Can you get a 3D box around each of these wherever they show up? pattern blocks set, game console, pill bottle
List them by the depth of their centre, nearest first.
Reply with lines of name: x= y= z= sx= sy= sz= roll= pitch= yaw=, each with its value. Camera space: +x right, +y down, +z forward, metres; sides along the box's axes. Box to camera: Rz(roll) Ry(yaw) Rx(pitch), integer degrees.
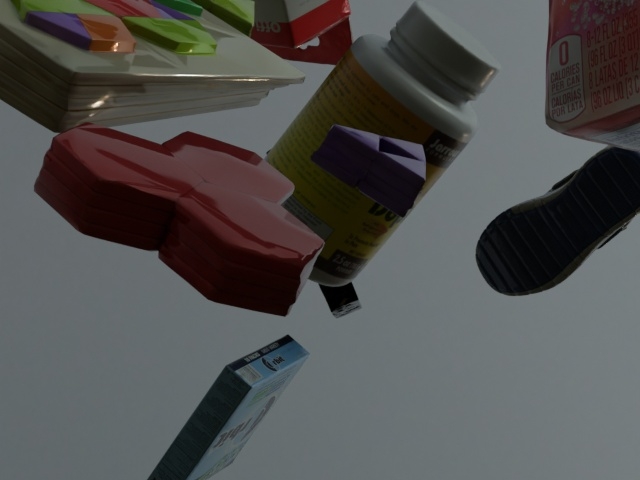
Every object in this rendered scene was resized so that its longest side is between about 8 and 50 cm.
pattern blocks set: x=-0.108 y=-0.092 z=0.462 sx=0.325 sy=0.285 sz=0.026 roll=28 pitch=-69 yaw=10
pill bottle: x=0.040 y=-0.076 z=0.974 sx=0.117 sy=0.117 sz=0.215 roll=25 pitch=-67 yaw=-35
game console: x=0.000 y=0.000 z=1.632 sx=0.044 sy=0.213 sz=0.361 roll=-22 pitch=-8 yaw=0

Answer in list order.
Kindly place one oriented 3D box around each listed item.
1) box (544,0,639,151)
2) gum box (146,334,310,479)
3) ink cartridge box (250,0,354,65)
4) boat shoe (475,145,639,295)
box: x=0.203 y=-0.112 z=0.322 sx=0.154 sy=0.142 sz=0.300 roll=7 pitch=-11 yaw=-23
gum box: x=-0.104 y=0.204 z=1.451 sx=0.184 sy=0.041 sz=0.157 roll=-54 pitch=-14 yaw=21
ink cartridge box: x=-0.059 y=-0.245 z=1.071 sx=0.078 sy=0.134 sz=0.231 roll=-36 pitch=-55 yaw=-36
boat shoe: x=0.189 y=-0.015 z=0.913 sx=0.066 sy=0.066 sz=0.183 roll=-24 pitch=-9 yaw=-42
